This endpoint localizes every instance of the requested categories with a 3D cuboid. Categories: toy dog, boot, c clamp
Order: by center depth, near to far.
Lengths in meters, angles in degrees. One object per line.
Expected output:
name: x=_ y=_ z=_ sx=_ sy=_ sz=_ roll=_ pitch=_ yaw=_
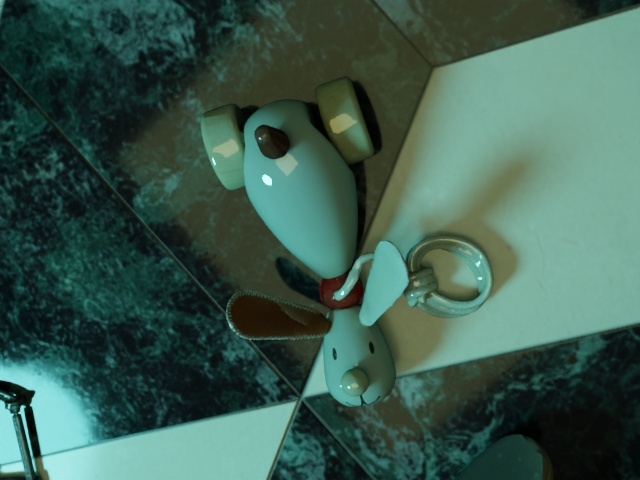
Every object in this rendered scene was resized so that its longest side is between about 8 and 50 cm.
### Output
toy dog: x=0.000 y=0.000 z=0.715 sx=0.220 sy=0.161 sz=0.333 roll=-37 pitch=92 yaw=13
boot: x=0.179 y=0.343 z=0.791 sx=0.115 sy=0.112 sz=0.305 roll=17 pitch=98 yaw=-24
c clamp: x=-0.357 y=0.238 z=0.885 sx=0.137 sy=0.022 sz=0.160 roll=-12 pitch=98 yaw=16
